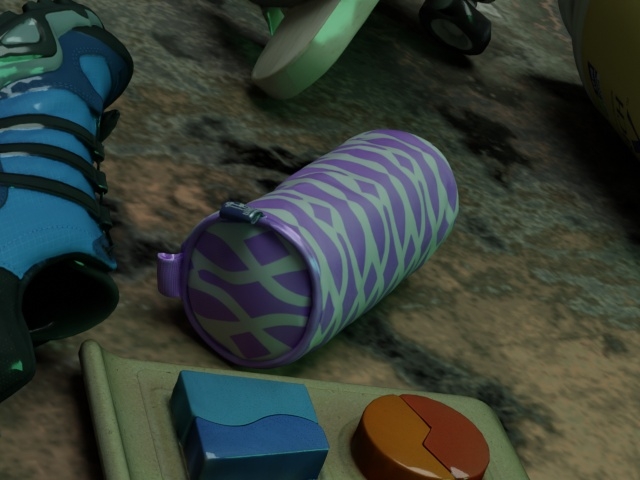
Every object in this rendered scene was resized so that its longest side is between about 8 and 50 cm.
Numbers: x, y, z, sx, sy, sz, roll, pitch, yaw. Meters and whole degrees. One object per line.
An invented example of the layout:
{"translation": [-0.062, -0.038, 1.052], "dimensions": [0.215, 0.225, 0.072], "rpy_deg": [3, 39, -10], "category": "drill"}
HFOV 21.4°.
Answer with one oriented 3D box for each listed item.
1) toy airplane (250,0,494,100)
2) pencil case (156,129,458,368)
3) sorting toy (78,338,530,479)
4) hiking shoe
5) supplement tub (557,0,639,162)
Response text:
{"translation": [0.083, -0.304, 1.161], "dimensions": [0.272, 0.384, 0.386], "rpy_deg": [34, 28, -5], "category": "toy airplane"}
{"translation": [0.000, 0.000, 0.880], "dimensions": [0.088, 0.086, 0.206], "rpy_deg": [6, 17, 25], "category": "pencil case"}
{"translation": [0.029, 0.146, 0.678], "dimensions": [0.229, 0.041, 0.307], "rpy_deg": [12, 29, -24], "category": "sorting toy"}
{"translation": [-0.146, -0.010, 0.769], "dimensions": [0.132, 0.113, 0.304], "rpy_deg": [42, 30, -5], "category": "hiking shoe"}
{"translation": [0.323, -0.129, 1.206], "dimensions": [0.241, 0.241, 0.331], "rpy_deg": [12, 29, -25], "category": "supplement tub"}
